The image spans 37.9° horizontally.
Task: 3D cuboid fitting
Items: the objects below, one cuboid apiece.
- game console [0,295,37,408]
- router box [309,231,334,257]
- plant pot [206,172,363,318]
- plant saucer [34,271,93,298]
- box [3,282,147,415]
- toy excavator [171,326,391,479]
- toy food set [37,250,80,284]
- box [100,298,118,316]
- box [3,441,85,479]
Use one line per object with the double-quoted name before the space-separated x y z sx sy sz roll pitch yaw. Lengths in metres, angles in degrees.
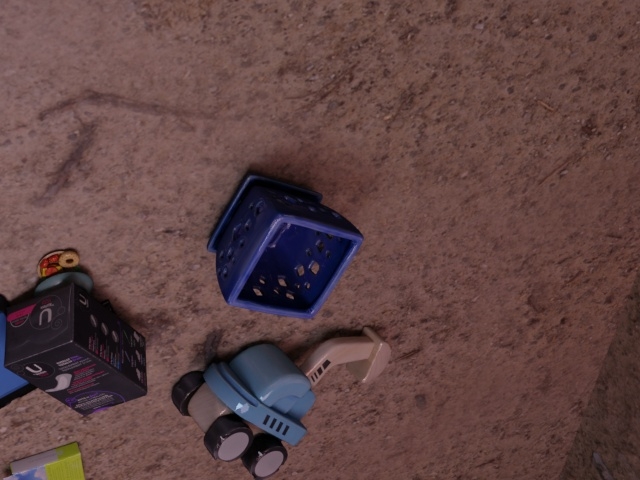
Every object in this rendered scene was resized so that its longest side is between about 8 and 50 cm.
"game console" -0.687 0.296 1.864 0.173 0.250 0.293 -8 136 9
"router box" 0.000 0.000 2.118 0.122 0.038 0.092 10 120 -37
"plant pot" -0.089 0.001 1.938 0.236 0.212 0.236 14 118 -38
"plant saucer" -0.516 0.107 1.882 0.119 0.021 0.119 -18 149 -11
"box" -0.491 0.226 1.894 0.165 0.143 0.270 -20 143 14
"toy excavator" -0.066 0.351 2.280 0.445 0.222 0.433 -48 137 1
"toy food set" -0.522 0.056 1.857 0.083 0.020 0.083 -10 131 -25
"box" -0.468 0.171 1.992 0.067 0.018 0.083 -26 136 -10
"box" -0.651 0.549 2.189 0.178 0.042 0.109 -14 132 -21
